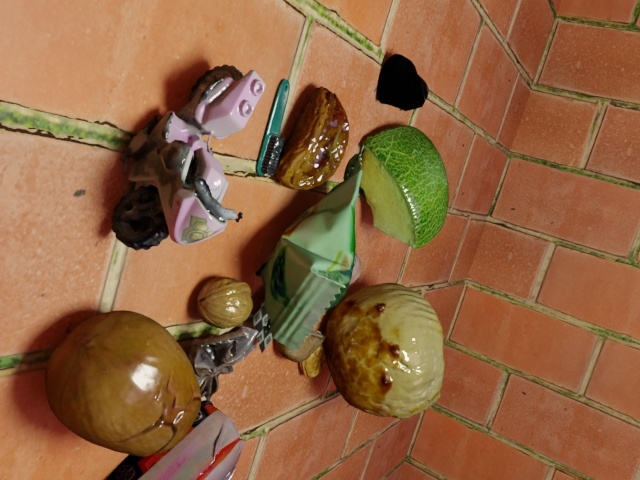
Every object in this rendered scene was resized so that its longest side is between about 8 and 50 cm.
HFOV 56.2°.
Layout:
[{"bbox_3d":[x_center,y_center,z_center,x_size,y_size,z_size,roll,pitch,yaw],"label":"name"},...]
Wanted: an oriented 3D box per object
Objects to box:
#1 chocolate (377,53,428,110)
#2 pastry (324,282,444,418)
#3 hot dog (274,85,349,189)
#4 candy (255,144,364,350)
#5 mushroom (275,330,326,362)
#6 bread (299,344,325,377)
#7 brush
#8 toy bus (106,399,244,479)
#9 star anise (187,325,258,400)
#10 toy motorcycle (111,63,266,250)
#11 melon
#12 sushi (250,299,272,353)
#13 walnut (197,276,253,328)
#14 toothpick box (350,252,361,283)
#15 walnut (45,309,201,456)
[{"bbox_3d":[0.212,-0.384,1.512,0.125,0.148,0.080,-40,172,35],"label":"chocolate"},{"bbox_3d":[0.170,0.312,1.692,0.388,0.313,0.388,177,-90,-79],"label":"pastry"},{"bbox_3d":[-0.010,-0.208,1.253,0.227,0.099,0.160,-70,157,-5],"label":"hot dog"},{"bbox_3d":[0.006,0.003,1.282,0.263,0.172,0.398,-50,-170,49],"label":"candy"},{"bbox_3d":[-0.051,0.265,1.536,0.094,0.072,0.210,-58,153,-3],"label":"mushroom"},{"bbox_3d":[-0.024,0.332,1.664,0.083,0.044,0.110,-44,143,-34],"label":"bread"},{"bbox_3d":[-0.084,-0.218,1.178,0.043,0.032,0.193,-1,111,-61],"label":"brush"},{"bbox_3d":[-0.282,0.453,1.170,0.303,0.147,0.127,-35,143,-46],"label":"toy bus"},{"bbox_3d":[-0.209,0.231,1.164,0.230,0.081,0.262,-15,147,-40],"label":"star anise"},{"bbox_3d":[-0.178,-0.120,0.899,0.327,0.188,0.143,-62,146,-13],"label":"toy motorcycle"},{"bbox_3d":[0.249,-0.177,1.680,0.331,0.226,0.343,55,50,-8],"label":"melon"},{"bbox_3d":[-0.109,0.150,1.393,0.201,0.031,0.139,-50,147,-39],"label":"sushi"},{"bbox_3d":[-0.183,0.120,1.163,0.124,0.105,0.105,10,100,-57],"label":"walnut"},{"bbox_3d":[0.040,0.042,1.516,0.098,0.098,0.149,-61,151,-16],"label":"toothpick box"},{"bbox_3d":[-0.288,0.232,0.937,0.203,0.203,0.298,-59,144,-19],"label":"walnut"}]
